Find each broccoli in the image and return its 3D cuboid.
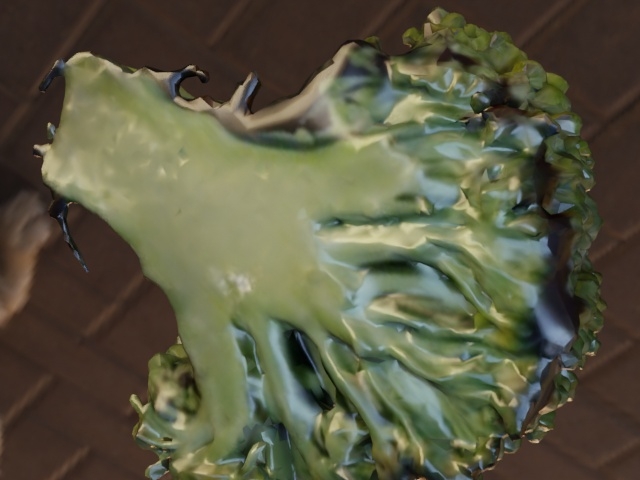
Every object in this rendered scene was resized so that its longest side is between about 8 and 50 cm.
[{"bbox_3d":[0.015,0.005,0.781,0.273,0.180,0.242,29,101,25],"label":"broccoli"}]
